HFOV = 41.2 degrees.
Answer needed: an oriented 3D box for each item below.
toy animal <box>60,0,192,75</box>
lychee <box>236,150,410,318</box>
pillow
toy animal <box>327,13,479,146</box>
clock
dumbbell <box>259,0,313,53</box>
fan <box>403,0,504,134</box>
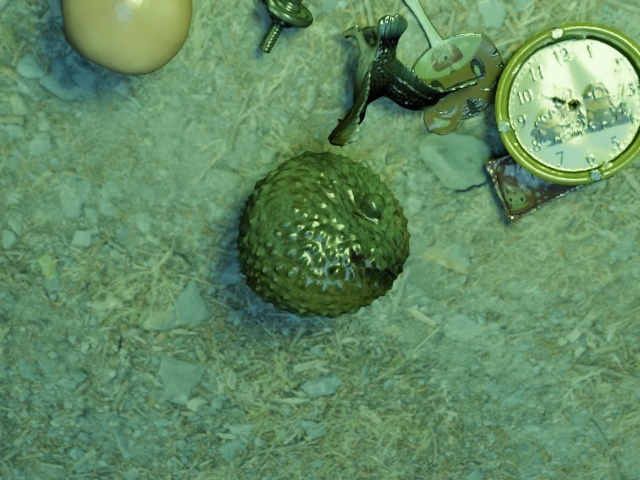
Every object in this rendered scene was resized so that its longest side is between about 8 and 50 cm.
[{"bbox_3d":[-0.233,-0.378,1.071,0.237,0.269,0.327,-4,90,-42],"label":"toy animal"},{"bbox_3d":[0.000,0.000,1.268,0.255,0.255,0.274,34,132,-16],"label":"lychee"},{"bbox_3d":[0.356,-0.112,1.323,0.185,0.043,0.118,-23,111,15],"label":"pillow"},{"bbox_3d":[0.082,-0.230,1.227,0.272,0.197,0.160,-16,98,-31],"label":"toy animal"},{"bbox_3d":[0.373,-0.199,1.250,0.236,0.057,0.237,1,98,10],"label":"clock"},{"bbox_3d":[-0.018,-0.364,1.164,0.110,0.110,0.255,26,120,-13],"label":"dumbbell"},{"bbox_3d":[0.186,-0.272,1.259,0.152,0.008,0.227,-28,115,15],"label":"fan"}]
